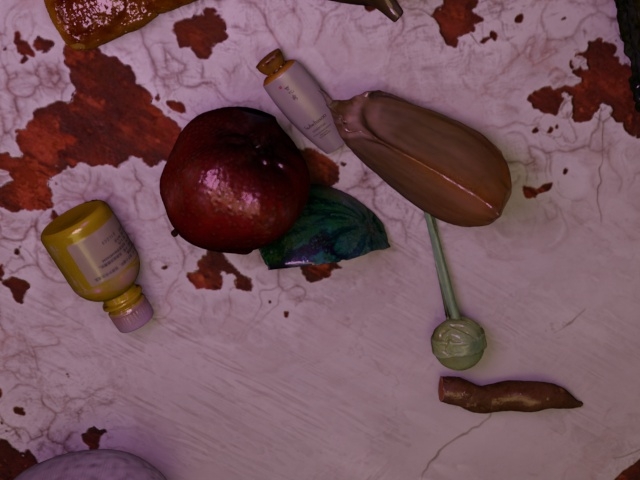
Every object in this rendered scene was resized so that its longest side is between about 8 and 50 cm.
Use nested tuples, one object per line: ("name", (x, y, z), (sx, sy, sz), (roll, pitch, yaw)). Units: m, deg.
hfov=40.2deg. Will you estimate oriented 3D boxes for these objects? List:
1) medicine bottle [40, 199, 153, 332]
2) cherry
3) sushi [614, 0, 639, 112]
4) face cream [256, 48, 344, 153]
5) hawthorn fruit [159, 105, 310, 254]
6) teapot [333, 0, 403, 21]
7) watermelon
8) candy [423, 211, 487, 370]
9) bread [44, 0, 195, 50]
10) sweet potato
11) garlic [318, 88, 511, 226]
("medicine bottle", (-0.353, 0.049, 1.436), (0.122, 0.122, 0.212), (-23, 114, 7))
("cherry", (-0.410, 0.515, 1.550), (0.335, 0.291, 0.326), (36, 126, -2))
("sushi", (0.535, -0.304, 1.230), (0.178, 0.294, 0.352), (-19, 115, 3))
("face cream", (-0.028, -0.217, 1.372), (0.072, 0.051, 0.182), (-34, 110, 16))
("hawthorn fruit", (-0.156, -0.080, 1.347), (0.266, 0.230, 0.210), (-29, 143, 34))
("teapot", (0.082, -0.432, 1.219), (0.175, 0.185, 0.267), (6, 78, -11))
("watermelon", (-0.001, -0.009, 1.413), (0.231, 0.146, 0.128), (-5, 114, 2))
("candy", (0.213, 0.070, 1.510), (0.092, 0.093, 0.335), (-28, 109, -37))
("bread", (-0.273, -0.383, 1.275), (0.271, 0.077, 0.139), (-20, 110, 9))
("sweet potato", (0.358, 0.288, 1.610), (0.281, 0.059, 0.067), (4, 123, -3))
("garlic", (0.141, -0.149, 1.340), (0.338, 0.196, 0.151), (34, 94, -8))
